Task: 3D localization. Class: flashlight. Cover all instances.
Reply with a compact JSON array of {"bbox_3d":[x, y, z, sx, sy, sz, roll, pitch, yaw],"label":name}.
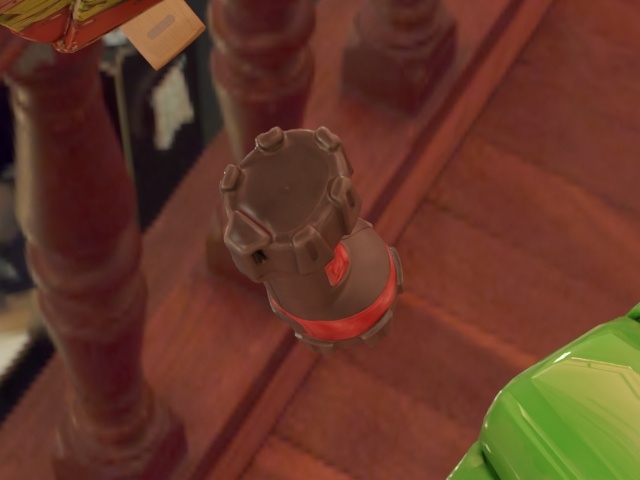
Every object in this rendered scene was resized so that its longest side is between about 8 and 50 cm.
[{"bbox_3d":[0.000,0.000,1.326,0.103,0.304,0.103,-9,73,3],"label":"flashlight"}]

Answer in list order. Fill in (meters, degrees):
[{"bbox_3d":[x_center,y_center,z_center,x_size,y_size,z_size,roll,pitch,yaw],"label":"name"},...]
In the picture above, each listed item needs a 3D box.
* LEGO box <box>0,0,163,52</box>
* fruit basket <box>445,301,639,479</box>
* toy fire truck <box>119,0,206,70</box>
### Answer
[{"bbox_3d":[-0.144,-0.319,0.534,0.193,0.372,0.500,-30,92,2],"label":"LEGO box"},{"bbox_3d":[0.251,0.151,0.644,0.392,0.283,0.392,11,49,-12],"label":"fruit basket"},{"bbox_3d":[-0.212,-0.183,1.230,0.217,0.158,0.246,-51,54,15],"label":"toy fire truck"}]
